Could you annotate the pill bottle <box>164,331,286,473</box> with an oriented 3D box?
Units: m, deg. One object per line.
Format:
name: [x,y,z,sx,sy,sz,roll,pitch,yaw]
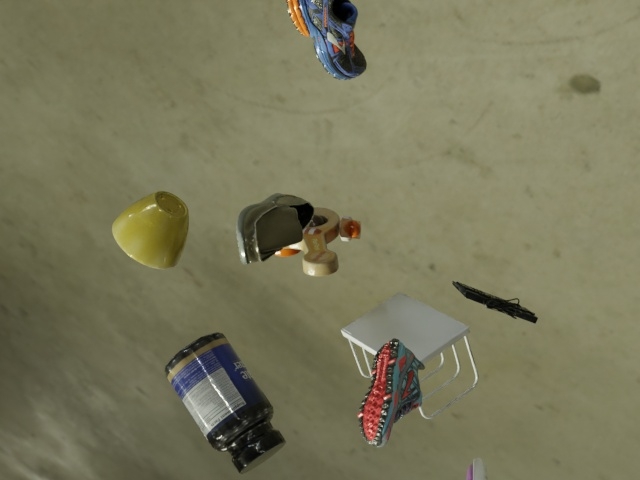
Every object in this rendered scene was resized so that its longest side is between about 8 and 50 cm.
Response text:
pill bottle: [-0.156,0.273,1.656,0.219,0.123,0.123,54,156,15]

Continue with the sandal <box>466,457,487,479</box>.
sandal: [0.256,0.541,1.838,0.102,0.416,0.169,5,112,10]

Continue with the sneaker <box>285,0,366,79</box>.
sneaker: [0.026,-0.328,1.548,0.087,0.083,0.221,-19,149,19]

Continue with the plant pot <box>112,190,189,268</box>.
plant pot: [-0.284,-0.030,1.743,0.134,0.134,0.095,38,116,-1]

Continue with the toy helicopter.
toy helicopter: [0.000,0.000,2.368,0.355,0.235,0.140,-109,15,-66]

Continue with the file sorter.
file sorter: [0.222,0.281,2.424,0.278,0.193,0.173,27,141,54]

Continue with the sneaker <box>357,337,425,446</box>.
sneaker: [0.169,0.336,2.117,0.125,0.262,0.104,35,138,-18]

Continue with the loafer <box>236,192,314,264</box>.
loafer: [-0.078,-0.029,1.784,0.087,0.251,0.094,-1,112,20]

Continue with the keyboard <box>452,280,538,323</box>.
keyboard: [0.362,0.117,1.982,0.192,0.038,0.100,19,-166,-25]
